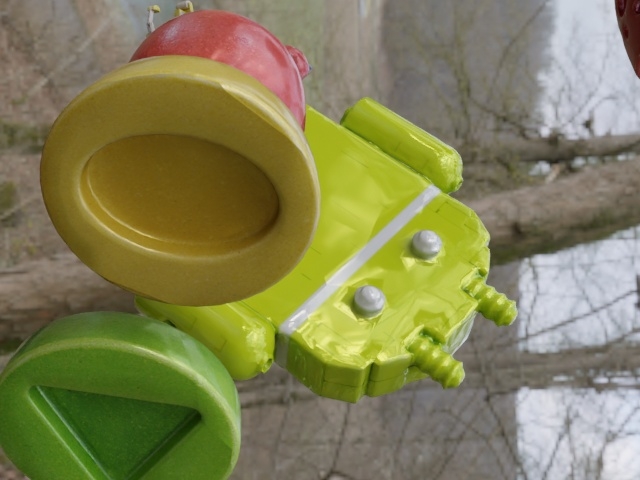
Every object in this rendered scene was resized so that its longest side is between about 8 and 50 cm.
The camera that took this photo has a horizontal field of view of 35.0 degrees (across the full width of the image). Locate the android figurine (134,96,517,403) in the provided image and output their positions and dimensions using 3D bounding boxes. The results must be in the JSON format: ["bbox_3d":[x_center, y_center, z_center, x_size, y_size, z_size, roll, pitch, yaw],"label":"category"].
[{"bbox_3d":[0.000,0.000,0.684,0.248,0.273,0.056,-40,153,-32],"label":"android figurine"}]

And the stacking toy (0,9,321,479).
[{"bbox_3d":[-0.155,-0.003,0.530,0.130,0.308,0.280,-83,179,-53],"label":"stacking toy"}]

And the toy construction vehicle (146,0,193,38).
[{"bbox_3d":[-0.221,-0.305,1.510,0.035,0.085,0.098,-10,98,-55],"label":"toy construction vehicle"}]

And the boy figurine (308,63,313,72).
[{"bbox_3d":[-0.122,-0.093,1.137,0.285,0.177,0.092,-62,-165,7],"label":"boy figurine"}]

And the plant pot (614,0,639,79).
[{"bbox_3d":[0.423,-0.294,1.155,0.191,0.191,0.174,89,-13,-69],"label":"plant pot"}]
